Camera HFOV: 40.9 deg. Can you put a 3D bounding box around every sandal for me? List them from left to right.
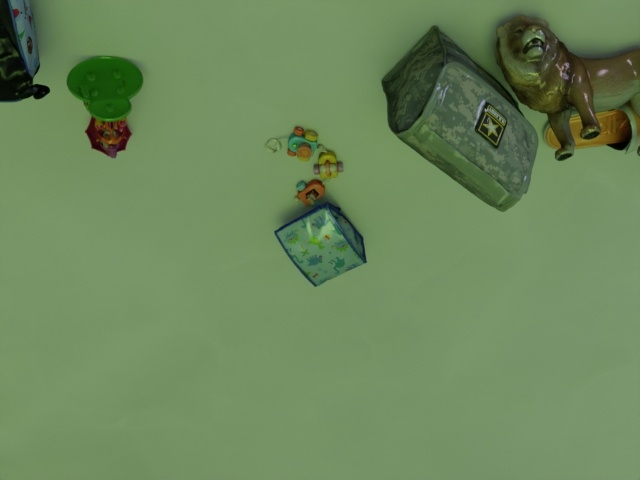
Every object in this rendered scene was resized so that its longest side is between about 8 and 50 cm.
[{"bbox_3d":[0.551,-0.202,1.586,0.265,0.076,0.102,-13,124,8],"label":"sandal"}]

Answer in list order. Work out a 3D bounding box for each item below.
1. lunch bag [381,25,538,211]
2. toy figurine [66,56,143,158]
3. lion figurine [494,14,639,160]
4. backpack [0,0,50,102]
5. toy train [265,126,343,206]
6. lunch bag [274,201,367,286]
[{"bbox_3d":[0.239,-0.198,1.456,0.235,0.287,0.169,36,117,-22],"label":"lunch bag"},{"bbox_3d":[-0.374,-0.211,1.528,0.130,0.173,0.159,-9,140,-15],"label":"toy figurine"},{"bbox_3d":[0.495,-0.273,1.494,0.391,0.240,0.142,-1,156,-19],"label":"lion figurine"},{"bbox_3d":[-0.579,-0.369,1.372,0.276,0.213,0.264,-1,133,-8],"label":"backpack"},{"bbox_3d":[-0.028,-0.135,1.641,0.125,0.046,0.166,-28,121,17],"label":"toy train"},{"bbox_3d":[0.000,0.000,1.706,0.128,0.096,0.151,-29,130,18],"label":"lunch bag"}]
